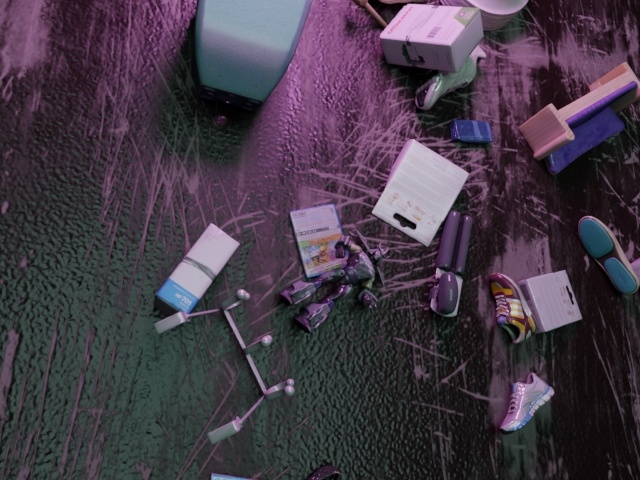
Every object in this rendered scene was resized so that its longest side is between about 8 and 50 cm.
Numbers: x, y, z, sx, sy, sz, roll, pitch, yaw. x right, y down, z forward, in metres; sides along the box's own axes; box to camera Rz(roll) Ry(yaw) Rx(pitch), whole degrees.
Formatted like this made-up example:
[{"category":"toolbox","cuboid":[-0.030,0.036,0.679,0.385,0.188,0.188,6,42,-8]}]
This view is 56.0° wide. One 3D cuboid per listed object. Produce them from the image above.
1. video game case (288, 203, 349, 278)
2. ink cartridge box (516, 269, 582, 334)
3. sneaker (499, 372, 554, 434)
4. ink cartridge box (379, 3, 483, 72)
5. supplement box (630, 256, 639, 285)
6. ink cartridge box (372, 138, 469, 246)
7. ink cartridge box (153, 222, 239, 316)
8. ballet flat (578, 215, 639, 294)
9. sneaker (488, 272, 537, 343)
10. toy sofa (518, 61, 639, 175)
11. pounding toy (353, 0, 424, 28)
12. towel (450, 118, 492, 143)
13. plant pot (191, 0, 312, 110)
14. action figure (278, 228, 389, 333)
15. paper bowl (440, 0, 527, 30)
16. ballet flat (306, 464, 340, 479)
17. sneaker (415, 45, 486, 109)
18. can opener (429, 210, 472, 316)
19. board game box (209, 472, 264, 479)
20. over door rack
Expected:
[{"category":"video game case","cuboid":[0.000,0.000,1.458,0.119,0.015,0.166,-12,79,-21]},{"category":"ink cartridge box","cuboid":[0.612,0.161,1.610,0.179,0.045,0.145,-7,77,-38]},{"category":"sneaker","cuboid":[0.490,0.399,1.487,0.191,0.071,0.083,-34,82,-31]},{"category":"ink cartridge box","cuboid":[0.293,-0.540,1.596,0.220,0.092,0.160,21,62,36]},{"category":"supplement box","cuboid":[0.981,0.133,1.679,0.111,0.114,0.220,-22,82,-37]},{"category":"ink cartridge box","cuboid":[0.255,-0.123,1.567,0.181,0.056,0.224,30,87,-8]},{"category":"ink cartridge box","cuboid":[-0.266,0.074,1.283,0.082,0.139,0.190,37,68,-4]},{"category":"ballet flat","cuboid":[0.808,0.035,1.686,0.086,0.086,0.248,-28,87,-23]},{"category":"sneaker","cuboid":[0.477,0.172,1.537,0.084,0.069,0.185,-31,86,-28]},{"category":"toy sofa","cuboid":[0.770,-0.349,1.731,0.363,0.150,0.177,-29,85,-23]},{"category":"pounding toy","cuboid":[0.172,-0.698,1.676,0.270,0.154,0.154,-16,52,-30]},{"category":"towel","cuboid":[0.419,-0.303,1.669,0.120,0.029,0.067,0,75,-18]},{"category":"plant pot","cuboid":[-0.184,-0.447,1.407,0.247,0.248,0.252,12,90,-15]},{"category":"action figure","cuboid":[0.052,0.095,1.399,0.285,0.099,0.185,-33,99,-18]},{"category":"paper bowl","cuboid":[0.486,-0.774,1.757,0.285,0.148,0.284,4,75,-16]},{"category":"ballet flat","cuboid":[-0.027,0.546,1.281,0.057,0.049,0.173,47,67,0]},{"category":"sneaker","cuboid":[0.364,-0.458,1.658,0.118,0.110,0.292,41,68,-15]},{"category":"can opener","cuboid":[0.339,0.055,1.509,0.076,0.095,0.283,19,71,-13]},{"category":"board game box","cuboid":[-0.163,0.547,1.249,0.154,0.026,0.103,15,71,-14]},{"category":"over door rack","cuboid":[-0.160,0.228,1.192,0.108,0.324,0.239,-29,84,14]}]
